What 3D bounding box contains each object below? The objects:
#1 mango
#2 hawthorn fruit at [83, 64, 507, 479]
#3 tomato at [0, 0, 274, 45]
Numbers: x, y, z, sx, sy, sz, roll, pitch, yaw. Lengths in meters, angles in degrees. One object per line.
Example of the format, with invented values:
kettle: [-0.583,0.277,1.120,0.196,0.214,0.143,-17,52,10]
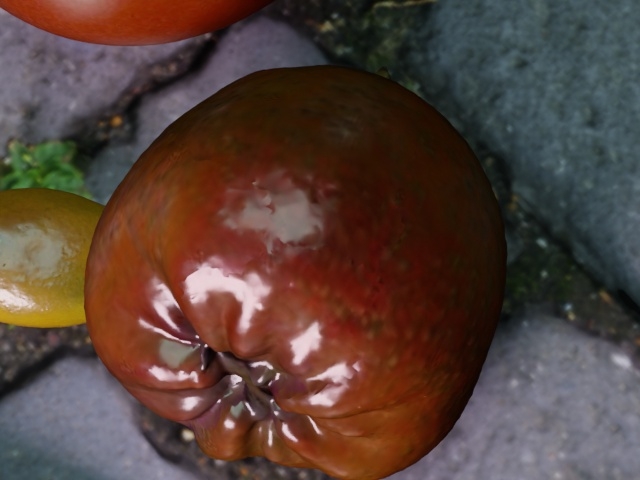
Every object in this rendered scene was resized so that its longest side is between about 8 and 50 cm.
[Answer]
mango: [-0.189,0.013,1.414,0.187,0.066,0.101,4,74,-3]
hawthorn fruit: [0.000,0.000,1.312,0.277,0.277,0.298,15,55,9]
tomato: [-0.134,-0.283,1.375,0.321,0.321,0.321,-1,73,4]
